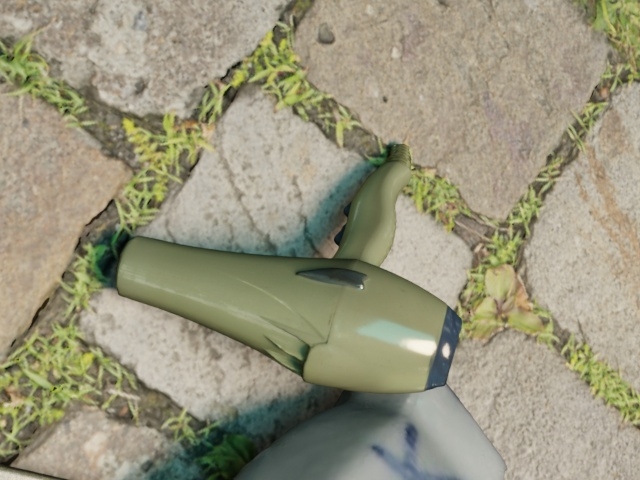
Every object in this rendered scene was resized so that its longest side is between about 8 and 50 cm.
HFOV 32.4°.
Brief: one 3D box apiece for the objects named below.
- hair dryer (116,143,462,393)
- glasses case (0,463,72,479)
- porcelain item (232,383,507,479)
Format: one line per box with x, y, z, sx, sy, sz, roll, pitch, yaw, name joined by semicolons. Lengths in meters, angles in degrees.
-0.035;0.012;1.002;0.296;0.119;0.298;1;43;-9;hair dryer
-0.221;0.235;0.922;0.205;0.047;0.071;19;78;-23;glasses case
-0.003;0.292;0.915;0.242;0.178;0.405;52;52;-12;porcelain item
